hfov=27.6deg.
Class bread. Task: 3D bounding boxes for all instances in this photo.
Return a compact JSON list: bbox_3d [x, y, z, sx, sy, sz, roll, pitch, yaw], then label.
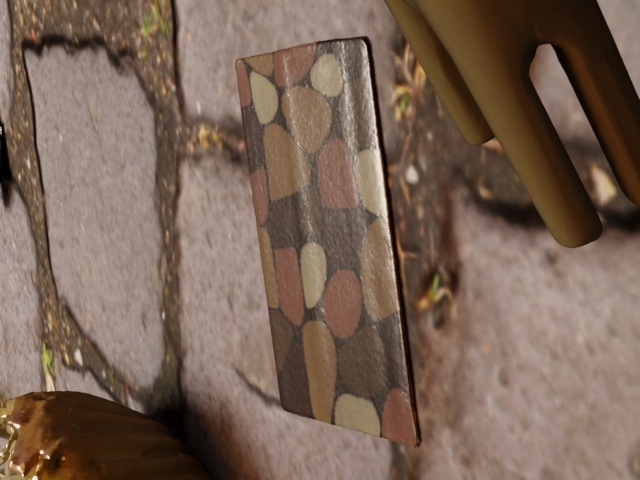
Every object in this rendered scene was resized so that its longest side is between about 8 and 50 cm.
[{"bbox_3d":[-0.170,0.234,1.002,0.274,0.149,0.274,37,136,47],"label":"bread"}]

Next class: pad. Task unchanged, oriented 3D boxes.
[{"bbox_3d":[0.000,0.000,0.784,0.158,0.003,0.235,3,101,59],"label":"pad"}]

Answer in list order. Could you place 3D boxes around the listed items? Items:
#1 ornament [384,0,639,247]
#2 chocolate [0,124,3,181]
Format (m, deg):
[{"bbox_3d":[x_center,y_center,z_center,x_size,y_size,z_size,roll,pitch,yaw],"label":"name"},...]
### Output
[{"bbox_3d":[0.041,-0.140,0.546,0.245,0.061,0.230,61,-178,-21],"label":"ornament"},{"bbox_3d":[-0.408,-0.178,1.320,0.148,0.126,0.343,-26,83,20],"label":"chocolate"}]
